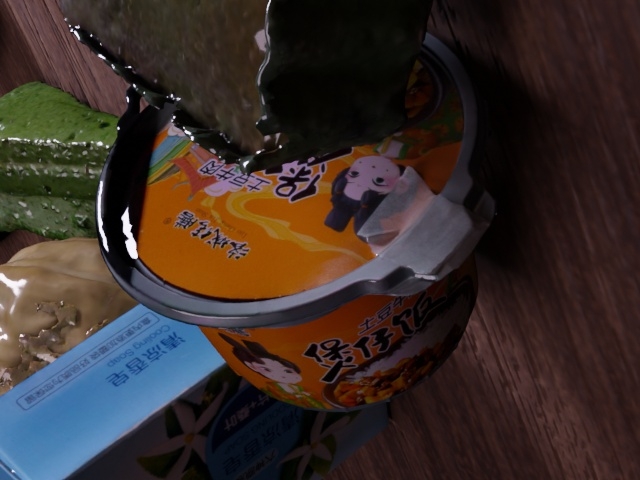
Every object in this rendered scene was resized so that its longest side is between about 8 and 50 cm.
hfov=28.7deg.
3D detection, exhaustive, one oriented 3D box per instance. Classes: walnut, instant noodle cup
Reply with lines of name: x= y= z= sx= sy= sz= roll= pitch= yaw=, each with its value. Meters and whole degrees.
walnut: x=-0.139 y=0.102 z=0.886 sx=0.245 sy=0.198 sz=0.198 roll=22 pitch=148 yaw=2
instant noodle cup: x=0.000 y=0.000 z=0.580 sx=0.208 sy=0.178 sz=0.125 roll=51 pitch=170 yaw=44

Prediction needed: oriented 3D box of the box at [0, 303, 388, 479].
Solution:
box: x=-0.071 y=0.106 z=0.728 sx=0.083 sy=0.232 sz=0.142 roll=31 pitch=144 yaw=37

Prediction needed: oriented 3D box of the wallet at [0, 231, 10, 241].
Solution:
wallet: x=-0.393 y=-0.057 z=1.291 sx=0.176 sy=0.075 sz=0.250 roll=65 pitch=153 yaw=-1

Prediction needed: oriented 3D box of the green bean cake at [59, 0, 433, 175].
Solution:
green bean cake: x=-0.024 y=-0.140 z=0.493 sx=0.173 sy=0.094 sz=0.181 roll=39 pitch=129 yaw=39

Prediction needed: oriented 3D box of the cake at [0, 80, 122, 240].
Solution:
cake: x=-0.183 y=-0.038 z=0.917 sx=0.235 sy=0.099 sz=0.100 roll=25 pitch=141 yaw=47
